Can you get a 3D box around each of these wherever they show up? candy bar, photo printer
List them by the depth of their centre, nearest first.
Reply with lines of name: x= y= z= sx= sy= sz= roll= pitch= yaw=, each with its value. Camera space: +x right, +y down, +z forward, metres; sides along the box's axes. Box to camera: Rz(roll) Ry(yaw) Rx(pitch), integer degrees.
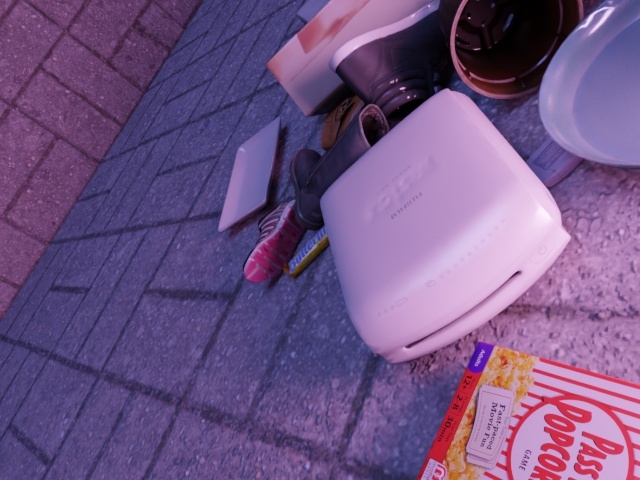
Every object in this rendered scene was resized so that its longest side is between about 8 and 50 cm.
photo printer: x=0.128 y=-0.019 z=0.700 sx=0.256 sy=0.107 sz=0.307 roll=-40 pitch=33 yaw=20
candy bar: x=0.000 y=0.000 z=0.936 sx=0.161 sy=0.018 sz=0.040 roll=-45 pitch=32 yaw=11

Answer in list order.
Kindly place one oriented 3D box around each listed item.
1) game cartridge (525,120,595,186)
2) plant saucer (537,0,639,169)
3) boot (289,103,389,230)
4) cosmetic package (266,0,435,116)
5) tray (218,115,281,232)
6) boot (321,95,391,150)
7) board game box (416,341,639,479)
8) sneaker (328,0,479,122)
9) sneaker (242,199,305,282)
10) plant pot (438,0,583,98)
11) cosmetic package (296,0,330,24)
game cartridge: x=0.276 y=-0.100 z=0.677 sx=0.083 sy=0.017 sz=0.056 roll=-48 pitch=28 yaw=8
plant saucer: x=0.379 y=-0.187 z=0.587 sx=0.318 sy=0.044 sz=0.317 roll=-31 pitch=36 yaw=26
boot: x=0.025 y=-0.137 z=0.931 sx=0.208 sy=0.076 sz=0.189 roll=122 pitch=148 yaw=-44
cosmetic package: x=0.064 y=-0.370 z=1.069 sx=0.296 sy=0.129 sz=0.153 roll=-37 pitch=1 yaw=21
tray: x=-0.139 y=-0.138 z=1.245 sx=0.145 sy=0.030 sz=0.270 roll=-29 pitch=38 yaw=32
boot: x=0.076 y=-0.246 z=1.035 sx=0.152 sy=0.073 sz=0.197 roll=-8 pitch=50 yaw=54
board game box: x=0.188 y=0.176 z=0.485 sx=0.193 sy=0.045 sz=0.146 roll=7 pitch=64 yaw=55
sneaker: x=0.171 y=-0.282 z=0.934 sx=0.296 sy=0.147 sz=0.104 roll=-30 pitch=-5 yaw=-17
sneaker: x=-0.082 y=-0.001 z=1.004 sx=0.075 sy=0.063 sz=0.170 roll=5 pitch=58 yaw=54
plant pot: x=0.239 y=-0.297 z=0.801 sx=0.167 sy=0.167 sz=0.165 roll=-41 pitch=25 yaw=18
cosmetic package: x=0.134 y=-0.576 z=1.263 sx=0.377 sy=0.097 sz=0.284 roll=-46 pitch=30 yaw=11
